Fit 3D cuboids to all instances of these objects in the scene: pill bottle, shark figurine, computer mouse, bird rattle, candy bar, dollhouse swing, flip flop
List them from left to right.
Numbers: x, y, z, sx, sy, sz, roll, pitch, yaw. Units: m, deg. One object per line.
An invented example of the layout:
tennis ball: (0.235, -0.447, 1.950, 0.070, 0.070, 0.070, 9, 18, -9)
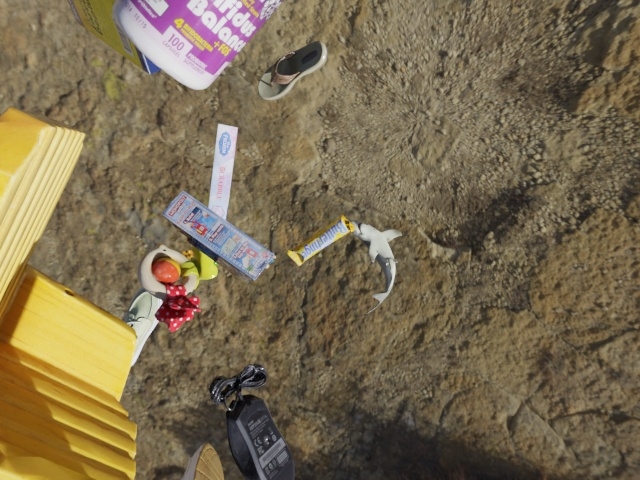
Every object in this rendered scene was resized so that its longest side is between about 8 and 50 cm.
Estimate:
dollhouse swing: (-0.244, 0.091, 0.427, 0.315, 0.347, 0.305, 42, 83, -25)
bird rattle: (-0.415, 0.115, 1.138, 0.207, 0.253, 0.143, 35, 134, -13)
pill bottle: (-0.142, -0.386, 0.590, 0.301, 0.169, 0.169, -42, 93, 16)
computer mouse: (-0.146, 0.415, 0.875, 0.072, 0.188, 0.272, -33, 74, 20)
flip flop: (-0.104, -0.558, 1.323, 0.277, 0.080, 0.112, -20, 87, 30)
candy bar: (0.000, 0.000, 0.775, 0.162, 0.018, 0.040, -33, 106, 35)
shark figurine: (0.177, 0.072, 1.248, 0.166, 0.116, 0.278, -7, 73, -25)

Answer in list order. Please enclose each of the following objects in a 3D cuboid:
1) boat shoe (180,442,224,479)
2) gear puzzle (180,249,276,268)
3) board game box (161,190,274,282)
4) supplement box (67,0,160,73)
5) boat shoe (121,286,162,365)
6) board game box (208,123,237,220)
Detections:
boat shoe: (-0.255, 0.510, 0.776, 0.096, 0.277, 0.098, -30, 104, 2)
gear puzzle: (-0.338, 0.071, 1.484, 0.176, 0.339, 0.044, -23, 64, 47)
board game box: (-0.195, -0.002, 0.761, 0.194, 0.194, 0.060, 39, 74, -9)
supplement box: (-0.473, -0.606, 1.012, 0.357, 0.194, 0.195, 37, 151, 23)
boat shoe: (-0.618, 0.296, 1.358, 0.109, 0.094, 0.302, 19, 83, -5)
board game box: (-0.348, -0.243, 1.441, 0.066, 0.318, 0.317, 7, 103, -14)
